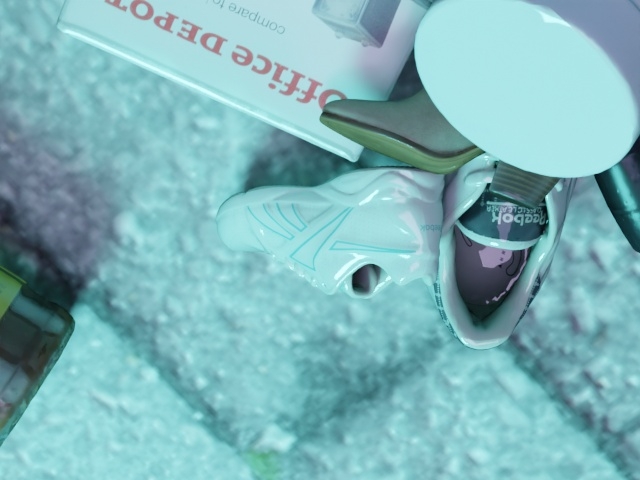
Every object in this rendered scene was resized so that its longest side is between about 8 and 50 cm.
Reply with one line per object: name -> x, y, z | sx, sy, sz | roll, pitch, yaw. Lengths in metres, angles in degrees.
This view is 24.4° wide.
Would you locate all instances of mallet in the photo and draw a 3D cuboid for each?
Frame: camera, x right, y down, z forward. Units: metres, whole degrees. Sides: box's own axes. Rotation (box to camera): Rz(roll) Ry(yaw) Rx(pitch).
mallet -> 0.222, -0.066, 0.731 | 0.190, 0.039, 0.062 | -34, 110, 14

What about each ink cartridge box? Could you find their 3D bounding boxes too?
ink cartridge box -> -0.007, -0.169, 0.675 | 0.158, 0.092, 0.218 | 24, 115, -5

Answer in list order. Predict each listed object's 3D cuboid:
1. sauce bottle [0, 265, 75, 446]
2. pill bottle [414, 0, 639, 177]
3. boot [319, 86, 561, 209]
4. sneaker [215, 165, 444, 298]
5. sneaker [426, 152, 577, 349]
sauce bottle -> -0.299, -0.006, 0.766 | 0.344, 0.111, 0.111 | 33, 112, -7
pill bottle -> 0.130, -0.132, 0.595 | 0.124, 0.221, 0.124 | 25, 150, 16
boot -> 0.069, -0.070, 0.655 | 0.118, 0.042, 0.087 | 22, 86, -2
sneaker -> 0.000, 0.000, 0.731 | 0.152, 0.054, 0.061 | -7, 87, 49
sneaker -> 0.098, -0.062, 0.710 | 0.090, 0.095, 0.235 | 7, 112, 4
